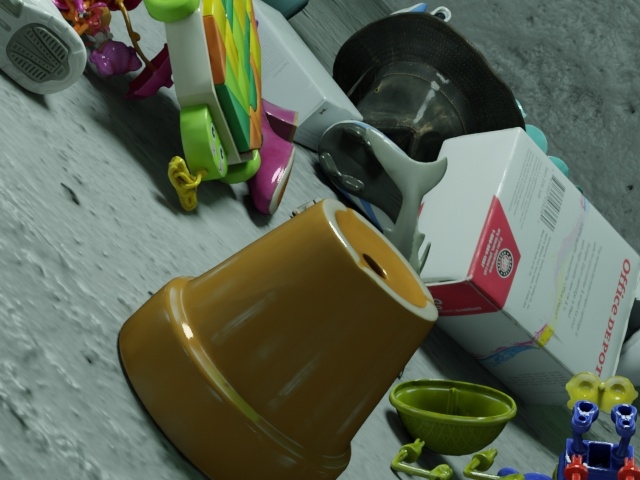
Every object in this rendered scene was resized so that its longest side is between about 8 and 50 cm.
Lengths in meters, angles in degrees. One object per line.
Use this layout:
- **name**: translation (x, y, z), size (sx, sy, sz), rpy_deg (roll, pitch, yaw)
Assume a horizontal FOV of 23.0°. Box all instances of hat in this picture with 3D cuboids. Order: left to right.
- **hat**: translation (0.117, -0.158, 2.223), size (0.331, 0.331, 0.134), rpy_deg (46, 53, 2)

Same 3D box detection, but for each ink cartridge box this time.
- **ink cartridge box**: translation (0.251, 0.040, 1.948), size (0.306, 0.131, 0.226), rpy_deg (43, 56, -36)

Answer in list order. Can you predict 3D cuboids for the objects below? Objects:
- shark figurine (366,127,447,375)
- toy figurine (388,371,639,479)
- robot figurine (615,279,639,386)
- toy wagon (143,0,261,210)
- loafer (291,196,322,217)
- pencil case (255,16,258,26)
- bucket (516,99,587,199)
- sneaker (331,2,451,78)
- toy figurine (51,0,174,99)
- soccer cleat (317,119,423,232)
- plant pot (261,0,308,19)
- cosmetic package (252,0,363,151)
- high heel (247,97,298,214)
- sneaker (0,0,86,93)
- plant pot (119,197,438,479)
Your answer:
- **shark figurine**: translation (0.060, 0.029, 1.696), size (0.116, 0.278, 0.166), rpy_deg (10, 48, 6)
- **toy figurine**: translation (0.242, 0.272, 1.561), size (0.362, 0.217, 0.191), rpy_deg (4, 32, 6)
- **robot figurine**: translation (0.474, 0.106, 2.552), size (0.209, 0.173, 0.278), rpy_deg (-33, 75, -31)
- **toy wagon**: translation (-0.114, -0.178, 1.639), size (0.267, 0.068, 0.344), rpy_deg (71, 13, -49)
- **loafer**: translation (0.000, 0.000, 1.801), size (0.125, 0.039, 0.045), rpy_deg (-113, -172, -49)
- **pencil case**: translation (-0.173, -0.339, 2.114), size (0.206, 0.086, 0.088), rpy_deg (46, -20, 7)
- **bucket**: translation (0.264, -0.114, 2.458), size (0.281, 0.183, 0.281), rpy_deg (52, 4, -5)
- **sneaker**: translation (0.141, -0.262, 2.492), size (0.130, 0.236, 0.323), rpy_deg (50, 14, 17)
- **toy figurine**: translation (-0.220, -0.223, 1.667), size (0.173, 0.130, 0.159), rpy_deg (-11, 65, -47)
- **soccer cleat**: translation (0.133, -0.037, 2.100), size (0.331, 0.116, 0.143), rpy_deg (48, 14, 10)
- **plant pot**: translation (-0.089, -0.523, 2.438), size (0.334, 0.341, 0.341), rpy_deg (53, 14, -5)
- **cosmetic package**: translation (-0.053, -0.234, 2.184), size (0.231, 0.085, 0.117), rpy_deg (56, 18, 27)
- **high heel**: translation (-0.089, -0.108, 1.800), size (0.117, 0.082, 0.244), rpy_deg (16, 33, -6)
- **sneaker**: translation (-0.318, -0.236, 1.465), size (0.232, 0.090, 0.115), rpy_deg (49, 5, -26)
- **plant pot**: translation (-0.019, 0.075, 1.219), size (0.205, 0.188, 0.205), rpy_deg (42, 15, -14)
